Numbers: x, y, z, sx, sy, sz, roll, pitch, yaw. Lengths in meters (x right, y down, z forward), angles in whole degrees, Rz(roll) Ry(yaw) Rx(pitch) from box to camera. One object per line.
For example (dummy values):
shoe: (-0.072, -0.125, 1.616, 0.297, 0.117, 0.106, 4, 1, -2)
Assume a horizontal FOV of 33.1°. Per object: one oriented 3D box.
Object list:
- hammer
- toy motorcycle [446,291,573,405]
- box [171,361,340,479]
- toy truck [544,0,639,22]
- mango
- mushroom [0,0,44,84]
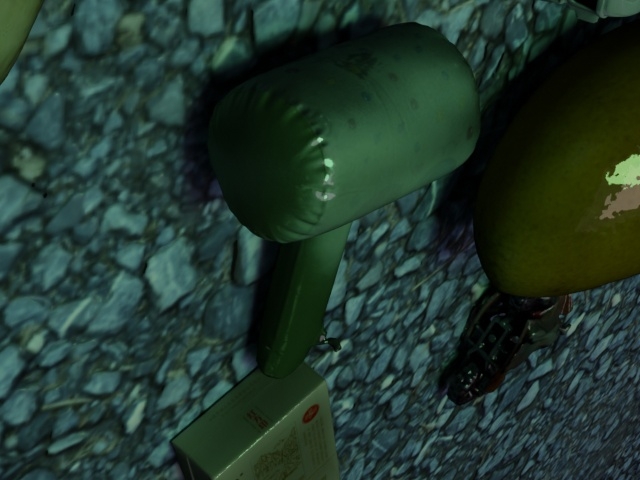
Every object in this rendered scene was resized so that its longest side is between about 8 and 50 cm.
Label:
hammer: (0.000, 0.000, 0.823, 0.206, 0.119, 0.335, -26, 146, -36)
toy motorcycle: (0.226, 0.108, 1.261, 0.118, 0.084, 0.212, -11, 137, -51)
box: (-0.052, 0.208, 0.996, 0.141, 0.058, 0.201, -40, 148, -23)
toy truck: (0.287, -0.268, 0.928, 0.253, 0.124, 0.114, -30, 140, -38)
mango: (0.303, -0.081, 1.047, 0.378, 0.221, 0.263, -31, 147, -20)
mushroom: (-0.191, -0.115, 0.416, 0.166, 0.127, 0.166, -12, 110, -36)
